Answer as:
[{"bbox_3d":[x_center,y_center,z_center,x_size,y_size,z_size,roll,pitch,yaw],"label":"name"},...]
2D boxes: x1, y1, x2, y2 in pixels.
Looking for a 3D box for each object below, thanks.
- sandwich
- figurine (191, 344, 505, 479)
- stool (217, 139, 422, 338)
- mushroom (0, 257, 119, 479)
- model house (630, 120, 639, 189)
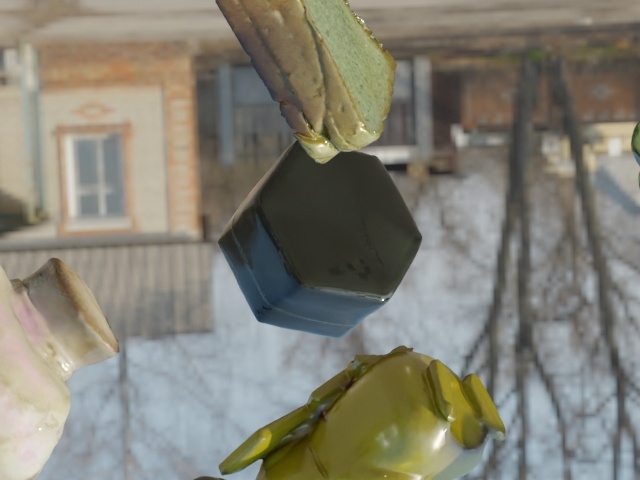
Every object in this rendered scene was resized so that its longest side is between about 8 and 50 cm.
[{"bbox_3d":[-0.016,-0.185,1.340,0.065,0.214,0.186,-23,-159,18],"label":"sandwich"},{"bbox_3d":[0.025,0.240,1.715,0.218,0.327,0.169,30,-161,-53],"label":"figurine"},{"bbox_3d":[0.000,0.000,2.001,0.232,0.232,0.141,-5,157,-30],"label":"stool"},{"bbox_3d":[-0.313,0.117,1.439,0.236,0.162,0.173,-30,137,10],"label":"mushroom"},{"bbox_3d":[0.492,-0.036,2.063,0.195,0.214,0.189,-14,149,-7],"label":"model house"}]
